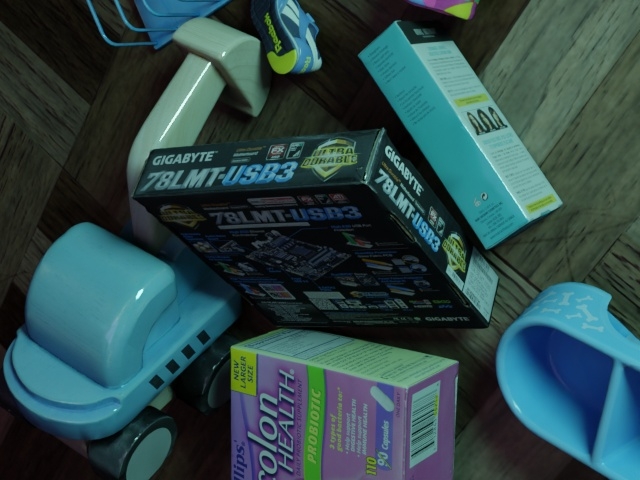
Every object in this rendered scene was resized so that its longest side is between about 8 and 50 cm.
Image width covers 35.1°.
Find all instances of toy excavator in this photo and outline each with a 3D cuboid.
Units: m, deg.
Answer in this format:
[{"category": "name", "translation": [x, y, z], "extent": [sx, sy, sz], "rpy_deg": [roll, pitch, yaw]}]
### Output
[{"category": "toy excavator", "translation": [-0.204, 0.013, 1.215], "extent": [0.222, 0.433, 0.445], "rpy_deg": [28, 143, 25]}]

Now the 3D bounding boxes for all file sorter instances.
[{"category": "file sorter", "translation": [-0.192, -0.319, 1.221], "extent": [0.170, 0.104, 0.118], "rpy_deg": [-25, 88, 34]}]

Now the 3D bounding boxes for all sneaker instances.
[{"category": "sneaker", "translation": [-0.039, -0.251, 1.174], "extent": [0.053, 0.059, 0.144], "rpy_deg": [-36, 61, 43]}]

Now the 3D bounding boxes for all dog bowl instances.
[{"category": "dog bowl", "translation": [0.298, 0.157, 0.993], "extent": [0.297, 0.074, 0.166], "rpy_deg": [29, 126, 39]}]

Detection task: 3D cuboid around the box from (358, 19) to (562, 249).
[{"category": "box", "translation": [0.146, -0.115, 1.054], "extent": [0.060, 0.100, 0.244], "rpy_deg": [-38, 79, 34]}]

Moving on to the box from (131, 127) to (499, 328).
[{"category": "box", "translation": [0.000, 0.000, 1.080], "extent": [0.295, 0.293, 0.073], "rpy_deg": [-3, 56, 34]}]

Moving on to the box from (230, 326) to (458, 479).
[{"category": "box", "translation": [0.023, 0.230, 1.167], "extent": [0.243, 0.117, 0.214], "rpy_deg": [9, 104, 35]}]

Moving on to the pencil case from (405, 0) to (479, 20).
[{"category": "pencil case", "translation": [0.141, -0.338, 1.008], "extent": [0.104, 0.104, 0.236], "rpy_deg": [30, 115, 24]}]
